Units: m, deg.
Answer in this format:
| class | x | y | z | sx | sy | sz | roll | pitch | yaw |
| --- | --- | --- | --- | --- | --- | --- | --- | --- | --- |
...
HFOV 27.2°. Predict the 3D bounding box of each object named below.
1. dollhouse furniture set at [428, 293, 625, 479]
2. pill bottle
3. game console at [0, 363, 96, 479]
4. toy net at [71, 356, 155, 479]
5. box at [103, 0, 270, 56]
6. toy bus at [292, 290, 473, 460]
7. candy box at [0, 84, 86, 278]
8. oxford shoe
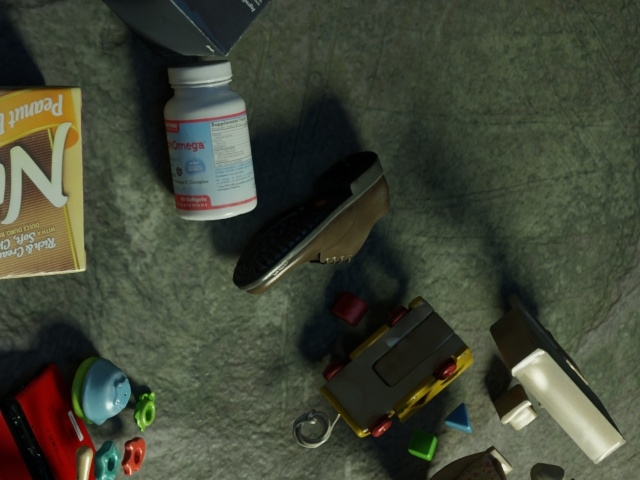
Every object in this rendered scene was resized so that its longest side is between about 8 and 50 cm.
| class | x | y | z | sx | sy | sz | roll | pitch | yaw |
| --- | --- | --- | --- | --- | --- | --- | --- | --- | --- |
| dollhouse furniture set | 0.158 | 0.259 | 1.591 | 0.355 | 0.303 | 0.174 | -39 | 109 | 10 |
| pill bottle | -0.119 | -0.107 | 1.397 | 0.087 | 0.087 | 0.160 | -14 | 104 | -31 |
| game console | -0.309 | 0.218 | 1.363 | 0.124 | 0.085 | 0.144 | -50 | 126 | -54 |
| toy net | -0.236 | 0.240 | 1.359 | 0.122 | 0.045 | 0.232 | 65 | 35 | -54 |
| box | -0.114 | -0.272 | 1.334 | 0.093 | 0.156 | 0.158 | 44 | 73 | -29 |
| toy bus | 0.084 | 0.165 | 1.557 | 0.104 | 0.202 | 0.191 | 61 | 33 | -67 |
| candy box | -0.381 | -0.051 | 1.231 | 0.316 | 0.087 | 0.182 | -5 | 100 | -33 |
| oxford shoe | 0.000 | 0.000 | 1.496 | 0.227 | 0.083 | 0.096 | -38 | 120 | -22 |
